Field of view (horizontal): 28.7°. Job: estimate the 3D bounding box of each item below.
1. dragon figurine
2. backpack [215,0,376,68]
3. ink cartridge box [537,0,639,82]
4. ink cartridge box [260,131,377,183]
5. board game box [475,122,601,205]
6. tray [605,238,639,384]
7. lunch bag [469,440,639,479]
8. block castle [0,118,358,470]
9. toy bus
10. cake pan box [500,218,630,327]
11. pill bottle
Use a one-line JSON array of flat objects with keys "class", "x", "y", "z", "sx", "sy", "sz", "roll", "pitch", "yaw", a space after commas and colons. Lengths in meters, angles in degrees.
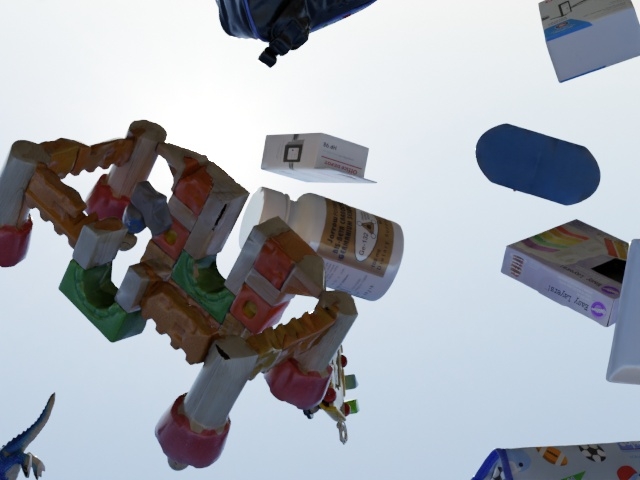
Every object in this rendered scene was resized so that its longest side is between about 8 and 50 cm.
[{"class": "dragon figurine", "x": -0.520, "y": 0.364, "z": 1.972, "sx": 0.144, "sy": 0.289, "sz": 0.085, "roll": 17, "pitch": 178, "yaw": 9}, {"class": "backpack", "x": -0.027, "y": -0.405, "z": 1.693, "sx": 0.263, "sy": 0.277, "sz": 0.213, "roll": -19, "pitch": -154, "yaw": -23}, {"class": "ink cartridge box", "x": 0.437, "y": -0.348, "z": 2.031, "sx": 0.148, "sy": 0.086, "sz": 0.203, "roll": -19, "pitch": -156, "yaw": 14}, {"class": "ink cartridge box", "x": 0.002, "y": -0.129, "z": 1.964, "sx": 0.104, "sy": 0.060, "sz": 0.180, "roll": 14, "pitch": 173, "yaw": -39}, {"class": "board game box", "x": 0.283, "y": -0.090, "z": 1.652, "sx": 0.168, "sy": 0.033, "sz": 0.133, "roll": 17, "pitch": -136, "yaw": 7}, {"class": "tray", "x": 0.548, "y": 0.116, "z": 2.010, "sx": 0.145, "sy": 0.270, "sz": 0.030, "roll": 4, "pitch": -152, "yaw": 3}, {"class": "lunch bag", "x": 0.427, "y": 0.539, "z": 2.000, "sx": 0.327, "sy": 0.239, "sz": 0.385, "roll": -1, "pitch": -128, "yaw": -21}, {"class": "block castle", "x": -0.204, "y": 0.062, "z": 1.594, "sx": 0.453, "sy": 0.213, "sz": 0.303, "roll": 41, "pitch": -148, "yaw": 20}, {"class": "toy bus", "x": -0.007, "y": 0.270, "z": 2.369, "sx": 0.104, "sy": 0.191, "sz": 0.202, "roll": -12, "pitch": -165, "yaw": 16}, {"class": "cake pan box", "x": 0.522, "y": 0.059, "z": 2.400, "sx": 0.245, "sy": 0.070, "sz": 0.267, "roll": -19, "pitch": -143, "yaw": -40}, {"class": "pill bottle", "x": 0.000, "y": 0.000, "z": 1.895, "sx": 0.229, "sy": 0.131, "sz": 0.131, "roll": 18, "pitch": -172, "yaw": -18}]
